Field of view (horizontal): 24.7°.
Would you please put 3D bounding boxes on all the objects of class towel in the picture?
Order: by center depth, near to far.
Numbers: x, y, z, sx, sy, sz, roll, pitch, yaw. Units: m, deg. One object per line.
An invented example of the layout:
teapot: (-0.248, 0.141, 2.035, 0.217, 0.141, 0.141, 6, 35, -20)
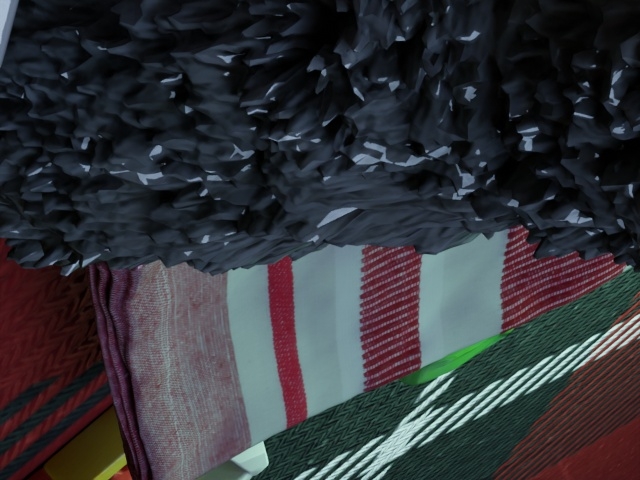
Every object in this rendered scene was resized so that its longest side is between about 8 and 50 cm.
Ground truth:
towel: (0.051, 0.003, 0.700, 0.329, 0.037, 0.237, -23, 149, -15)

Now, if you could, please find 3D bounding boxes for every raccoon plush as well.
raccoon plush: (0.000, 0.000, 0.466, 0.446, 0.299, 0.216, -51, 156, 21)

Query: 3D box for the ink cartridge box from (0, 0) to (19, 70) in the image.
ink cartridge box: (-0.102, -0.063, 0.348, 0.056, 0.099, 0.135, 13, 106, -17)

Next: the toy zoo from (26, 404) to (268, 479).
toy zoo: (-0.138, 0.176, 0.909, 0.293, 0.030, 0.192, -41, 157, -3)

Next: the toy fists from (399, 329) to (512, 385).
toy fists: (0.086, -0.023, 0.834, 0.142, 0.096, 0.279, -36, 156, -31)
